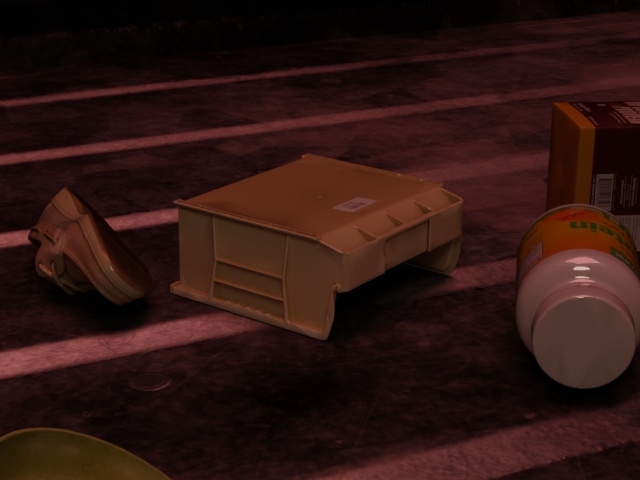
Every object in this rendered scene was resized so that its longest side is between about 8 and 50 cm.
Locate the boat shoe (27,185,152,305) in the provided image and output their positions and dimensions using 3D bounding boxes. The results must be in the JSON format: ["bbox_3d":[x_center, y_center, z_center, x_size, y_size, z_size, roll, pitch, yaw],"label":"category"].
[{"bbox_3d":[-0.290,0.023,1.578,0.098,0.109,0.302,-45,30,-4],"label":"boat shoe"}]

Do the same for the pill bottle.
[{"bbox_3d":[0.276,0.060,1.385,0.136,0.136,0.245,3,20,8],"label":"pill bottle"}]

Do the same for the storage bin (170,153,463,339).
[{"bbox_3d":[0.000,0.000,1.583,0.260,0.123,0.262,15,24,36],"label":"storage bin"}]

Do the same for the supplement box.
[{"bbox_3d":[0.405,-0.075,1.680,0.194,0.191,0.129,-2,20,-5],"label":"supplement box"}]

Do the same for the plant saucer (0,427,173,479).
[{"bbox_3d":[-0.145,0.229,0.913,0.241,0.037,0.241,34,16,-11],"label":"plant saucer"}]
